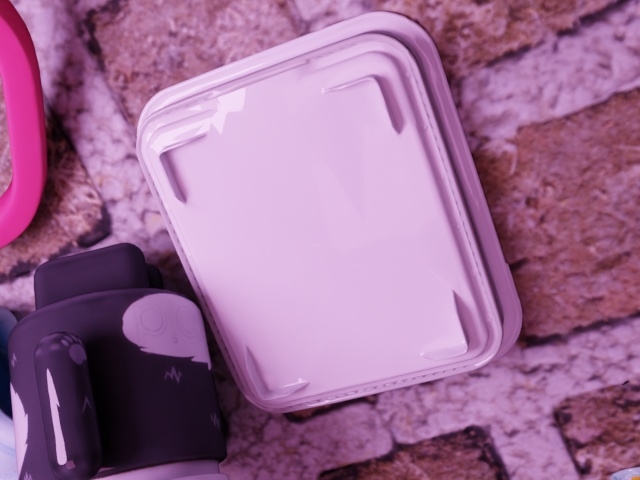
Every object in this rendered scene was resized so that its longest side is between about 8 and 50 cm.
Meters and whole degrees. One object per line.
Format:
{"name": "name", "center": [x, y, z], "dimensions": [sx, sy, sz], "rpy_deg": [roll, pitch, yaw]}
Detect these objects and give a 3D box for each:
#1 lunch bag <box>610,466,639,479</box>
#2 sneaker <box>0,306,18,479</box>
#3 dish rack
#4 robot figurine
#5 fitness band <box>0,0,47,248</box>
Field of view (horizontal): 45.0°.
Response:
{"name": "lunch bag", "center": [0.344, 0.332, 0.615], "dimensions": [0.160, 0.262, 0.223], "rpy_deg": [-21, 104, 18]}
{"name": "sneaker", "center": [-0.283, 0.230, 0.775], "dimensions": [0.150, 0.135, 0.365], "rpy_deg": [-25, 104, 22]}
{"name": "dish rack", "center": [0.000, 0.000, 0.668], "dimensions": [0.286, 0.072, 0.332], "rpy_deg": [-16, 105, 18]}
{"name": "robot figurine", "center": [-0.177, 0.147, 0.664], "dimensions": [0.174, 0.209, 0.278], "rpy_deg": [-29, 65, 36]}
{"name": "fitness band", "center": [-0.343, -0.102, 0.652], "dimensions": [0.209, 0.054, 0.290], "rpy_deg": [-2, 130, -16]}
